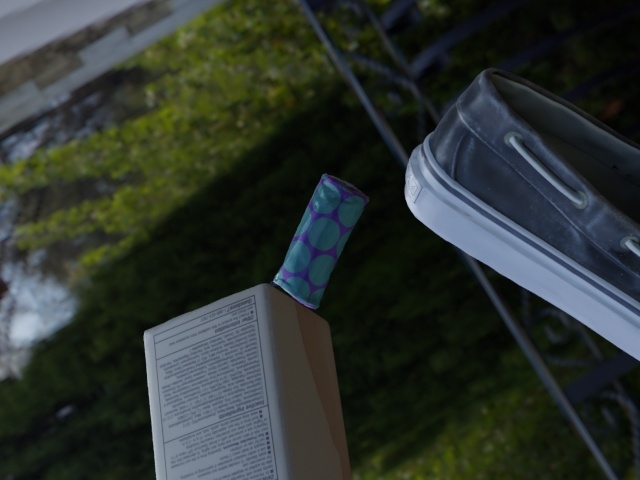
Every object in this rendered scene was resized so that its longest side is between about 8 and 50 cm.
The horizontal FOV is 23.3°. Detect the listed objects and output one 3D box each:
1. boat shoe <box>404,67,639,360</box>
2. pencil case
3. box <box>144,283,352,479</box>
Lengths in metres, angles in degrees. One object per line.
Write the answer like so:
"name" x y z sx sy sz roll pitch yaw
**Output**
"boat shoe" 0.221 0.000 1.007 0.335 0.119 0.121 24 -143 -9
"pencil case" 0.000 0.000 1.823 0.064 0.152 0.070 26 -177 9
"box" -0.058 0.214 1.391 0.121 0.148 0.311 35 -139 -52
